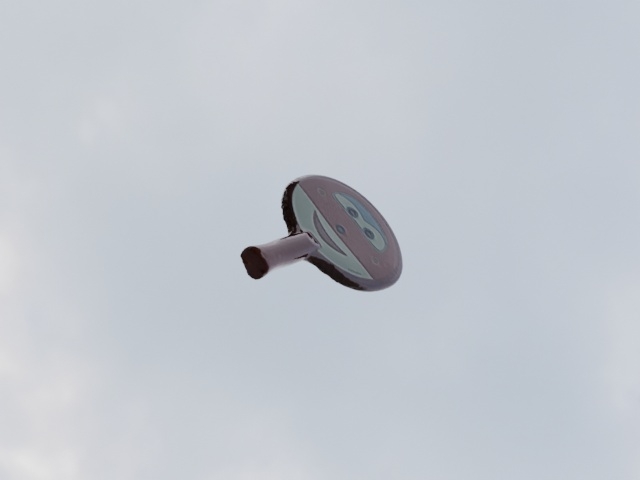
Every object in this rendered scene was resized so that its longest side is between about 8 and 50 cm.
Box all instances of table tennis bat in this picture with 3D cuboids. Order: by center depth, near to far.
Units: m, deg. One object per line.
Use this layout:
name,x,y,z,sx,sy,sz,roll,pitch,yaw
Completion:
table tennis bat,0.000,0.000,1.106,0.019,0.154,0.098,-45,-105,33
